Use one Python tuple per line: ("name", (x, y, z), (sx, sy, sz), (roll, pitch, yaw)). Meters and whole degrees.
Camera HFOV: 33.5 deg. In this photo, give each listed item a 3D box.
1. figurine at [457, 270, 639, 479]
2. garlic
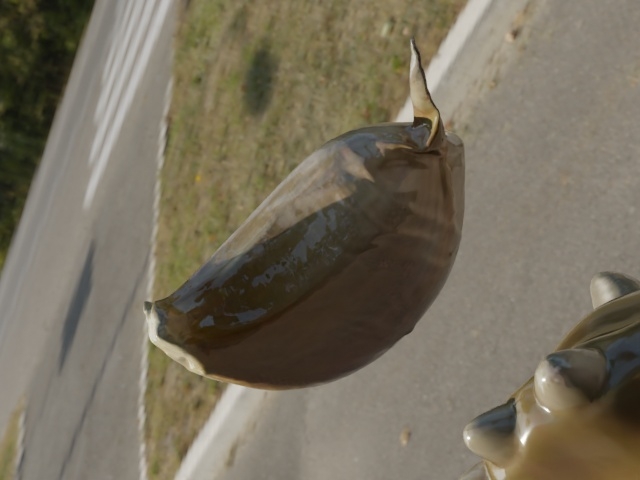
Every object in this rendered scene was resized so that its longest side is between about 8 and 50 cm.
("figurine", (0.127, 0.109, 0.335), (0.173, 0.177, 0.247), (-19, 48, 46))
("garlic", (0.012, -0.004, 0.534), (0.198, 0.128, 0.090), (-42, 56, 20))
